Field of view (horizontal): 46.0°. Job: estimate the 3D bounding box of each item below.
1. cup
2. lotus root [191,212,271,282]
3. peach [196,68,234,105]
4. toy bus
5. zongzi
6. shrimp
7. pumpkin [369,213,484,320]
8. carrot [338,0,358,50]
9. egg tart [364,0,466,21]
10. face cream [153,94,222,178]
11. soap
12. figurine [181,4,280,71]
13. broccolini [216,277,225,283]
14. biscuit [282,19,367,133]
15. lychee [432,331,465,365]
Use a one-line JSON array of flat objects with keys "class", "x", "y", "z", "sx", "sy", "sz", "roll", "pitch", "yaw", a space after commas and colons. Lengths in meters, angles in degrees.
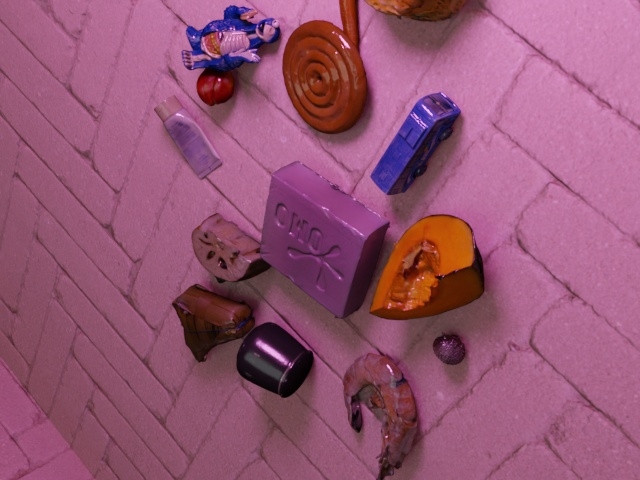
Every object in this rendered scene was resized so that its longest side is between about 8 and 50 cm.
[{"class": "cup", "x": -0.116, "y": 0.333, "z": 2.043, "sx": 0.177, "sy": 0.169, "sz": 0.223, "roll": 26, "pitch": 159, "yaw": 21}, {"class": "lotus root", "x": -0.238, "y": 0.031, "z": 2.026, "sx": 0.235, "sy": 0.119, "sz": 0.138, "roll": 28, "pitch": 124, "yaw": 27}, {"class": "peach", "x": -0.263, "y": -0.391, "z": 1.886, "sx": 0.101, "sy": 0.101, "sz": 0.100, "roll": 17, "pitch": 119, "yaw": 35}, {"class": "toy bus", "x": 0.196, "y": -0.196, "z": 1.574, "sx": 0.079, "sy": 0.094, "sz": 0.236, "roll": 45, "pitch": 131, "yaw": 17}, {"class": "zongzi", "x": -0.290, "y": 0.285, "z": 2.191, "sx": 0.260, "sy": 0.123, "sz": 0.289, "roll": 14, "pitch": 127, "yaw": 33}, {"class": "shrimp", "x": 0.144, "y": 0.451, "z": 1.915, "sx": 0.247, "sy": 0.085, "sz": 0.360, "roll": 17, "pitch": 115, "yaw": 45}, {"class": "pumpkin", "x": 0.251, "y": 0.057, "z": 1.642, "sx": 0.312, "sy": 0.148, "sz": 0.169, "roll": -29, "pitch": 48, "yaw": 40}, {"class": "carrot", "x": 0.061, "y": -0.484, "z": 1.604, "sx": 0.043, "sy": 0.043, "sz": 0.247, "roll": 11, "pitch": 117, "yaw": 37}, {"class": "egg tart", "x": 0.142, "y": -0.517, "z": 1.403, "sx": 0.294, "sy": 0.123, "sz": 0.294, "roll": 29, "pitch": 151, "yaw": 18}, {"class": "face cream", "x": -0.358, "y": -0.281, "z": 2.047, "sx": 0.114, "sy": 0.070, "sz": 0.224, "roll": -27, "pitch": 102, "yaw": 44}, {"class": "soap", "x": 0.000, "y": 0.000, "z": 1.804, "sx": 0.296, "sy": 0.107, "sz": 0.285, "roll": 35, "pitch": 137, "yaw": 25}, {"class": "figurine", "x": -0.203, "y": -0.471, "z": 1.793, "sx": 0.262, "sy": 0.121, "sz": 0.164, "roll": 6, "pitch": 76, "yaw": 31}, {"class": "broccolini", "x": -0.320, "y": 0.071, "z": 2.183, "sx": 0.140, "sy": 0.030, "sz": 0.035, "roll": 46, "pitch": 167, "yaw": 22}, {"class": "biscuit", "x": 0.001, "y": -0.360, "z": 1.686, "sx": 0.262, "sy": 0.037, "sz": 0.261, "roll": 28, "pitch": 132, "yaw": 36}, {"class": "lychee", "x": 0.290, "y": 0.244, "z": 1.706, "sx": 0.083, "sy": 0.068, "sz": 0.067, "roll": 63, "pitch": 175, "yaw": -4}]
